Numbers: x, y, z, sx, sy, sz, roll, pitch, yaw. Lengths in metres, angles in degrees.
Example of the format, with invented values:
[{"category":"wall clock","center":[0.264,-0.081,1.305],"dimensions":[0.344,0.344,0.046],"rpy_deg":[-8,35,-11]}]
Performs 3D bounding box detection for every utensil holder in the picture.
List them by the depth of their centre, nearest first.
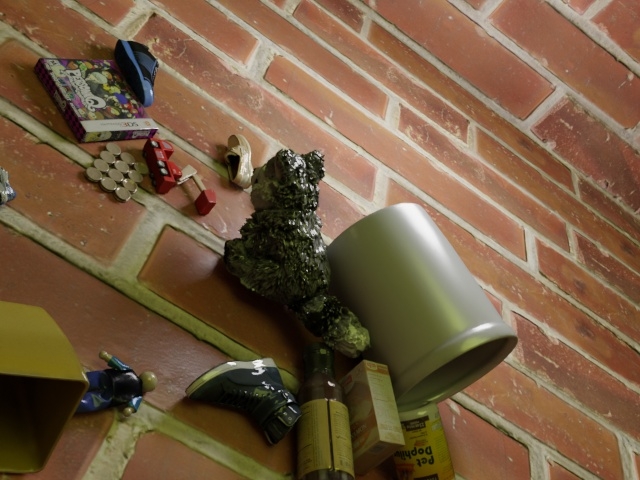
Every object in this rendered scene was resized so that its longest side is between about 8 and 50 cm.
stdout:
[{"category":"utensil holder","center":[0.208,0.155,1.799],"dimensions":[0.327,0.327,0.385],"rpy_deg":[-2,52,-46]}]

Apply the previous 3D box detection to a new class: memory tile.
[{"category":"memory tile","center":[-0.450,-0.152,1.736],"dimensions":[0.113,0.012,0.148],"rpy_deg":[34,35,-13]}]

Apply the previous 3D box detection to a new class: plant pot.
[{"category":"plant pot","center":[-0.496,0.202,1.166],"dimensions":[0.212,0.212,0.187],"rpy_deg":[14,31,-35]}]

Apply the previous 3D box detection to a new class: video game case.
[{"category":"video game case","center":[-0.522,-0.330,1.828],"dimensions":[0.210,0.042,0.232],"rpy_deg":[-13,62,-52]}]

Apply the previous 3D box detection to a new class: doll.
[{"category":"doll","center":[-0.367,0.252,1.361],"dimensions":[0.189,0.046,0.129],"rpy_deg":[1,54,-44]}]

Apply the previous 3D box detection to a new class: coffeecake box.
[{"category":"coffeecake box","center":[0.089,0.364,1.608],"dimensions":[0.068,0.142,0.185],"rpy_deg":[19,41,-29]}]

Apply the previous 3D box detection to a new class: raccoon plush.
[{"category":"raccoon plush","center":[0.000,0.000,1.714],"dimensions":[0.446,0.299,0.216],"rpy_deg":[35,20,8]}]

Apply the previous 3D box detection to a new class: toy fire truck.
[{"category":"toy fire truck","center":[-0.329,-0.152,1.825],"dimensions":[0.135,0.047,0.192],"rpy_deg":[6,48,-42]}]

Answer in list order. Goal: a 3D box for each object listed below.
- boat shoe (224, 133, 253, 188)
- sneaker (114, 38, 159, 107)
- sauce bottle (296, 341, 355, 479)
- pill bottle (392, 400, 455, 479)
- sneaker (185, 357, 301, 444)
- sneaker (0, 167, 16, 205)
[{"category":"boat shoe","center":[-0.214,-0.210,1.986],"dimensions":[0.059,0.063,0.170],"rpy_deg":[17,43,-41]},{"category":"sneaker","center":[-0.444,-0.422,1.966],"dimensions":[0.090,0.081,0.232],"rpy_deg":[-1,52,-37]},{"category":"sauce bottle","center":[0.006,0.359,1.561],"dimensions":[0.111,0.111,0.344],"rpy_deg":[25,39,-24]},{"category":"pill bottle","center":[0.210,0.450,1.619],"dimensions":[0.117,0.117,0.215],"rpy_deg":[-10,84,-49]},{"category":"sneaker","center":[-0.136,0.314,1.489],"dimensions":[0.226,0.086,0.163],"rpy_deg":[-2,52,-47]},{"category":"sneaker","center":[-0.634,-0.125,1.502],"dimensions":[0.135,0.052,0.058],"rpy_deg":[57,26,6]}]
